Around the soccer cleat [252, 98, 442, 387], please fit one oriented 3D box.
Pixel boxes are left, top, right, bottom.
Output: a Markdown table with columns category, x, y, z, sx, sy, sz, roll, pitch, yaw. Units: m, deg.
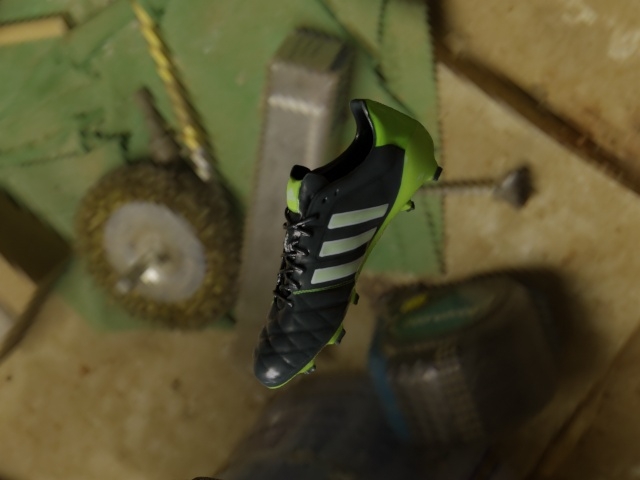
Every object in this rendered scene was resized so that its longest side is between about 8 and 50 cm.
| category | x | y | z | sx | sy | sz | roll | pitch | yaw |
| --- | --- | --- | --- | --- | --- | --- | --- | --- | --- |
| soccer cleat | 0.000 | 0.000 | 1.122 | 0.072 | 0.060 | 0.179 | 32 | 88 | -27 |

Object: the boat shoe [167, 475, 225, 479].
| category | x | y | z | sx | sy | sz | roll | pitch | yaw |
| --- | --- | --- | --- | --- | --- | --- | --- | --- | --- |
| boat shoe | -0.009 | 0.229 | 1.236 | 0.120 | 0.122 | 0.324 | 33 | 172 | 43 |
